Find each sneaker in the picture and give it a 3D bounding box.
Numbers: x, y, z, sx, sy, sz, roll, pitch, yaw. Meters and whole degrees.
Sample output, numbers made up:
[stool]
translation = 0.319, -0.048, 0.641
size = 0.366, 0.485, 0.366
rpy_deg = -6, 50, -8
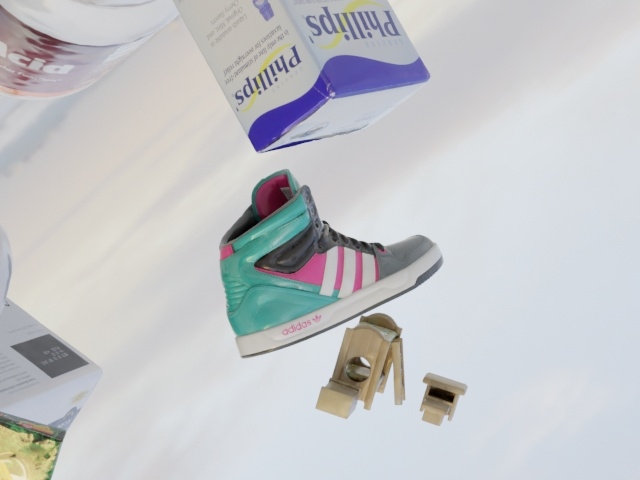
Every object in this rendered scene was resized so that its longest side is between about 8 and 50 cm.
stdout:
[sneaker]
translation = 0.000, 0.000, 1.548
size = 0.295, 0.179, 0.123
rpy_deg = -23, -176, -38

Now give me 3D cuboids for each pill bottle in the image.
[pill bottle]
translation = -0.227, -0.268, 1.255
size = 0.224, 0.224, 0.392
rpy_deg = -47, -168, -20

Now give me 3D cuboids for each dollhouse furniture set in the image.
[dollhouse furniture set]
translation = 0.099, 0.166, 1.709
size = 0.182, 0.160, 0.101
rpy_deg = -27, 134, -77

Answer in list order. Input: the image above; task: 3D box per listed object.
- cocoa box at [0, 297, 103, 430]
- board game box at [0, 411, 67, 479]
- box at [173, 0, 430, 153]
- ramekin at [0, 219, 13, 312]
[cocoa box]
translation = -0.480, 0.217, 1.747
size = 0.228, 0.231, 0.347
rpy_deg = -57, 170, 11
[board game box]
translation = -0.383, 0.205, 1.304
size = 0.030, 0.259, 0.136
rpy_deg = -99, -153, -79
[box]
translation = -0.014, -0.136, 0.870
size = 0.072, 0.137, 0.126
rpy_deg = -33, 172, 34
[ramekin]
translation = -0.364, 0.016, 0.964
size = 0.272, 0.127, 0.273
rpy_deg = -10, -136, 10
